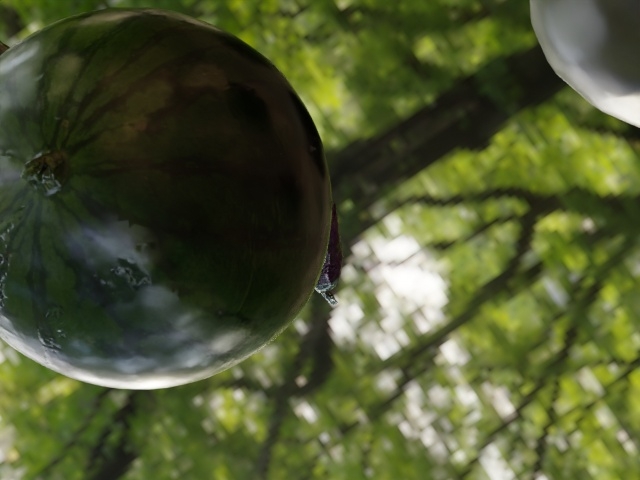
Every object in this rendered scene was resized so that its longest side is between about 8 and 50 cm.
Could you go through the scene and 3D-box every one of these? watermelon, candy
[{"bbox_3d":[-0.112,-0.026,1.196,0.242,0.242,0.242,55,-175,-8],"label":"watermelon"},{"bbox_3d":[0.000,0.000,1.919,0.175,0.043,0.045,80,170,-47],"label":"candy"}]

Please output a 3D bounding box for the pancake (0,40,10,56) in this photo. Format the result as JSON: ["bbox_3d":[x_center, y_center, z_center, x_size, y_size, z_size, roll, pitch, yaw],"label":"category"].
[{"bbox_3d":[-0.329,-0.088,1.755,0.382,0.071,0.382,27,-149,-17],"label":"pancake"}]

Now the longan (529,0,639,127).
[{"bbox_3d":[0.400,-0.286,1.943,0.336,0.404,0.404,31,-159,-42],"label":"longan"}]
